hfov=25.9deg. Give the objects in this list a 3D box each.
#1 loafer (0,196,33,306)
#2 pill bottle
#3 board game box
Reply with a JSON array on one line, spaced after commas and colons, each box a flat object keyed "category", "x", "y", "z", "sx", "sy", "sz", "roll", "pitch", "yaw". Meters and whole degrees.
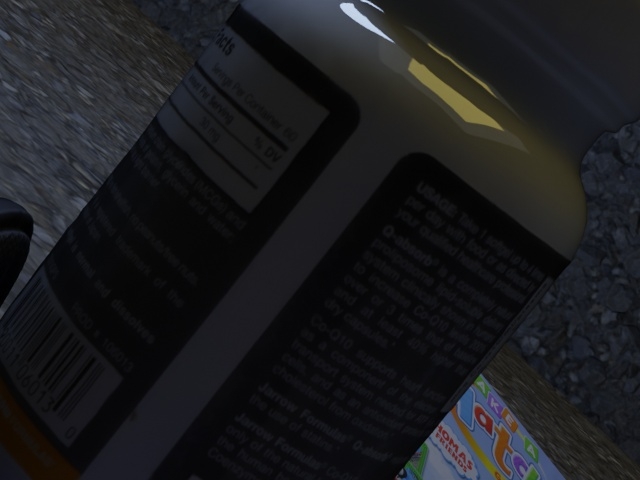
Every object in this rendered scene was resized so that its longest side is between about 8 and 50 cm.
[{"category": "loafer", "x": -0.175, "y": 0.025, "z": 0.431, "sx": 0.095, "sy": 0.109, "sz": 0.302, "roll": 31, "pitch": 14, "yaw": -1}, {"category": "pill bottle", "x": 0.000, "y": 0.000, "z": 0.535, "sx": 0.162, "sy": 0.278, "sz": 0.162, "roll": 38, "pitch": 6, "yaw": -5}, {"category": "board game box", "x": 0.077, "y": 0.154, "z": 0.822, "sx": 0.160, "sy": 0.039, "sz": 0.211, "roll": 51, "pitch": 27, "yaw": -10}]
